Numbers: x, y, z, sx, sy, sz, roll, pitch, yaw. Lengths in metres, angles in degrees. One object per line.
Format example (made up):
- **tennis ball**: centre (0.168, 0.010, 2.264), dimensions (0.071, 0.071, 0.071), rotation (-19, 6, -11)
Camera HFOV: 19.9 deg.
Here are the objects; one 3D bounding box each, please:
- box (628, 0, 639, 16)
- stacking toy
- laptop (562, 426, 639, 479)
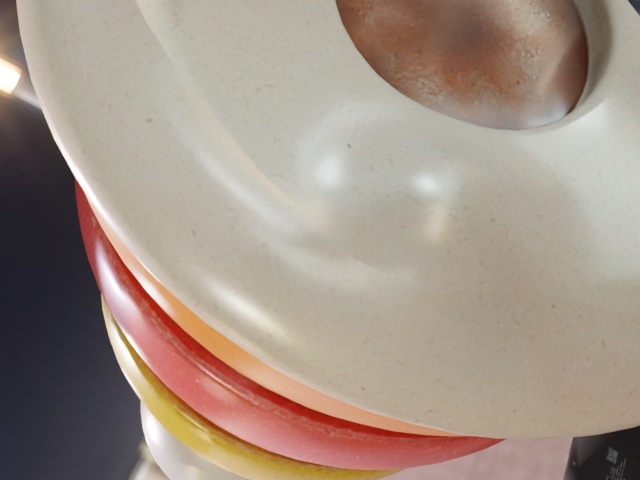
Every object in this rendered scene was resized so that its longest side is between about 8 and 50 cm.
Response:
- **box**: centre (0.131, -0.143, 0.311), dimensions (0.142, 0.163, 0.247), rotation (-20, -33, -15)
- **stacking toy**: centre (0.000, 0.000, 0.881), dimensions (0.350, 0.350, 0.480), rotation (-65, 4, -32)
- **laptop**: centre (0.328, 0.263, 1.648), dimensions (0.408, 0.236, 0.382), rotation (27, 113, 47)
